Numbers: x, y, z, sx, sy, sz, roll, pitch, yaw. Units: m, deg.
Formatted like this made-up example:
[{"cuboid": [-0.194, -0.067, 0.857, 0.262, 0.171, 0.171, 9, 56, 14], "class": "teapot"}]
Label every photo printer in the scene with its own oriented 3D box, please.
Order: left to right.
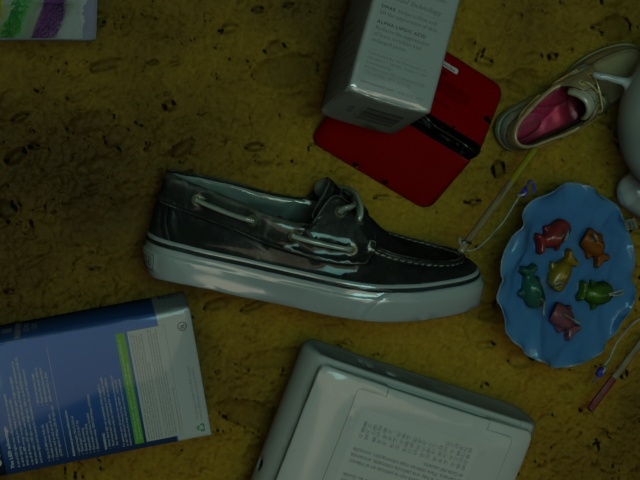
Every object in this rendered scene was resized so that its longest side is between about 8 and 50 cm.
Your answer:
[{"cuboid": [0.048, 0.280, 1.537, 0.256, 0.107, 0.307, 18, 99, -13], "class": "photo printer"}]

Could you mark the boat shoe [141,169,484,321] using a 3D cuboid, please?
[{"cuboid": [0.000, 0.000, 1.462, 0.335, 0.121, 0.119, 7, 105, -9], "class": "boat shoe"}]

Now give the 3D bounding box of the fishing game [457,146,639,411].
[{"cuboid": [0.255, 0.036, 1.517, 0.189, 0.041, 0.264, -48, 117, -20], "class": "fishing game"}]

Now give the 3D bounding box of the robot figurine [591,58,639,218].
[{"cuboid": [0.430, -0.086, 1.466, 0.353, 0.200, 0.300, 34, 132, -20], "class": "robot figurine"}]

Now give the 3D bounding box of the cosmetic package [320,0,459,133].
[{"cuboid": [0.076, -0.224, 1.401, 0.085, 0.117, 0.231, 16, 80, -12], "class": "cosmetic package"}]

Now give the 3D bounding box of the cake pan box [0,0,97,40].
[{"cuboid": [-0.309, -0.307, 1.324, 0.246, 0.070, 0.267, -4, 104, -39], "class": "cake pan box"}]

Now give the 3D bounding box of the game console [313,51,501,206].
[{"cuboid": [0.087, -0.126, 1.506, 0.144, 0.085, 0.124, 30, 64, -15], "class": "game console"}]

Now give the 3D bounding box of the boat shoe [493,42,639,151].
[{"cuboid": [0.255, -0.137, 1.508, 0.170, 0.059, 0.063, -34, 105, -1], "class": "boat shoe"}]

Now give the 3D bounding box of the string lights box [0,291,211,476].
[{"cuboid": [-0.246, 0.142, 1.474, 0.260, 0.077, 0.133, -10, 103, -7], "class": "string lights box"}]
